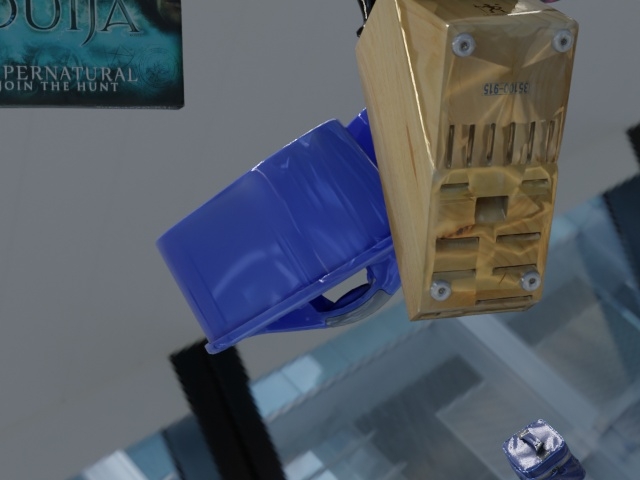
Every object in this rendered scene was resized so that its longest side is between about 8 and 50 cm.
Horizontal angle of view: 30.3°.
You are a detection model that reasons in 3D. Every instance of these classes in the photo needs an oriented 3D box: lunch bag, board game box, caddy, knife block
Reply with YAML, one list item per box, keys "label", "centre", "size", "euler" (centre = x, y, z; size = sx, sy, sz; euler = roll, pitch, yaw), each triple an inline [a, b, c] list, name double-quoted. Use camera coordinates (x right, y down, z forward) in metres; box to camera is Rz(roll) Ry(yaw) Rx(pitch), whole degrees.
- label: "lunch bag"
  centre: [0.261, 0.258, 1.392]
  size: [0.067, 0.065, 0.098]
  euler: [-37, 17, -3]
- label: "board game box"
  centre: [-0.194, -0.159, 0.866]
  size: [0.186, 0.126, 0.026]
  euler: [-2, 0, -19]
- label: "caddy"
  centre: [0.000, 0.000, 1.186]
  size: [0.341, 0.179, 0.241]
  euler: [-32, -1, 42]
- label: "knife block"
  centre: [0.078, -0.114, 0.818]
  size: [0.088, 0.242, 0.275]
  euler: [-4, -66, -15]

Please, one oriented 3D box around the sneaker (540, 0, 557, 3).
- label: "sneaker"
  centre: [0.276, -0.446, 1.476]
  size: [0.121, 0.112, 0.299]
  euler: [-27, -63, -69]
